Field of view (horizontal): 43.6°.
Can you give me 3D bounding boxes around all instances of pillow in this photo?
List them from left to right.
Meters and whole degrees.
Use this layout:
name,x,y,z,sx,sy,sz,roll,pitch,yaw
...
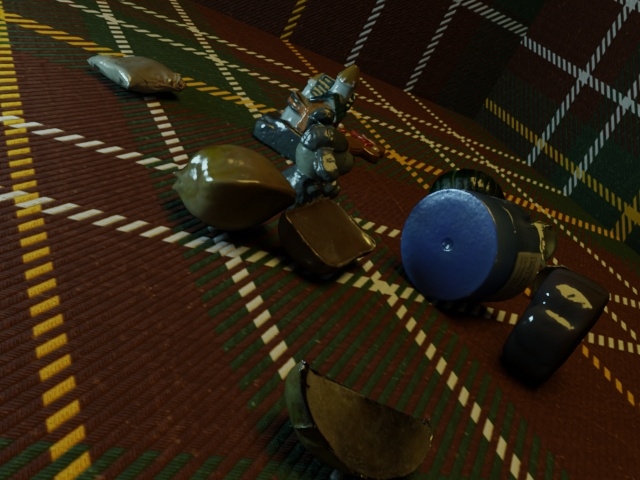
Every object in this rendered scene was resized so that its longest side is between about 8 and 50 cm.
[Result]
name,x,y,z,sx,sy,sz,roll,pitch,yaw
pillow,-0.461,-0.424,2.029,0.173,0.067,0.270,31,19,19

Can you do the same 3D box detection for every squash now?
name,x,y,z,sx,sy,sz,roll,pitch,yaw
squash,0.396,-0.096,2.179,0.218,0.172,0.218,21,-25,10

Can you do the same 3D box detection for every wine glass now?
name,x,y,z,sx,sy,sz,roll,pitch,yaw
wine glass,0.603,0.063,2.173,0.156,0.156,0.232,24,25,-13

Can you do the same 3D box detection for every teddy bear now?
name,x,y,z,sx,sy,sz,roll,pitch,yaw
teddy bear,0.001,-0.152,1.790,0.144,0.251,0.171,16,39,-27

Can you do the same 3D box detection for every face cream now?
name,x,y,z,sx,sy,sz,roll,pitch,yaw
face cream,0.340,0.017,1.788,0.225,0.249,0.249,8,29,-50

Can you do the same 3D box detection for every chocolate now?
name,x,y,z,sx,sy,sz,roll,pitch,yaw
chocolate,0.000,0.000,1.619,0.161,0.083,0.261,52,26,10

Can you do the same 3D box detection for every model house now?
name,x,y,z,sx,sy,sz,roll,pitch,yaw
model house,-0.014,-0.379,2.199,0.190,0.301,0.271,38,21,3

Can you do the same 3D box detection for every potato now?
name,x,y,z,sx,sy,sz,roll,pitch,yaw
potato,0.029,0.263,1.078,0.261,0.100,0.120,32,55,-34

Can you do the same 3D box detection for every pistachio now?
name,x,y,z,sx,sy,sz,roll,pitch,yaw
pistachio,-0.144,-0.096,1.528,0.213,0.162,0.260,13,6,38

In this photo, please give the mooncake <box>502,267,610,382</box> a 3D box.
name,x,y,z,sx,sy,sz,roll,pitch,yaw
mooncake,0.480,0.172,1.636,0.133,0.245,0.245,33,21,15

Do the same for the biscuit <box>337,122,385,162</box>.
name,x,y,z,sx,sy,sz,roll,pitch,yaw
biscuit,0.100,-0.317,2.540,0.324,0.049,0.205,5,30,-51
